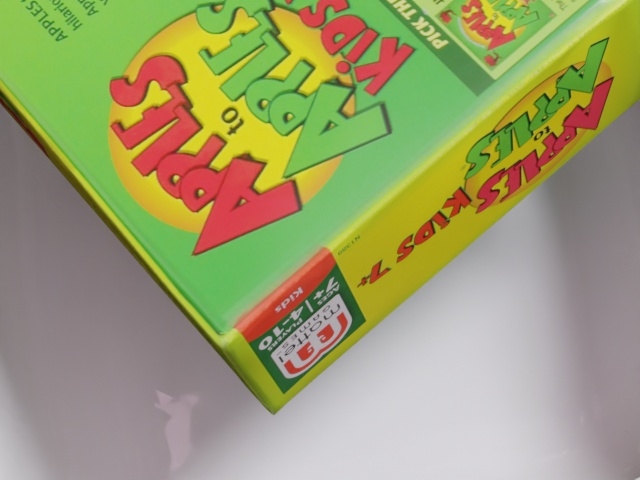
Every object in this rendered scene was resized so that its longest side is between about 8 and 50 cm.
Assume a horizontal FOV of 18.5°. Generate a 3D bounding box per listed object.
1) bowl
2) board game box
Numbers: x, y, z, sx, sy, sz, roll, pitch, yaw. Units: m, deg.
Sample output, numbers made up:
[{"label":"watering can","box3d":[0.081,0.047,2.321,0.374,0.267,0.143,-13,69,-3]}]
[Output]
[{"label":"bowl","box3d":[0.000,0.000,0.392,0.142,0.053,0.142,-11,70,6]},{"label":"board game box","box3d":[-0.034,-0.066,0.371,0.092,0.043,0.181,-41,67,-5]}]
